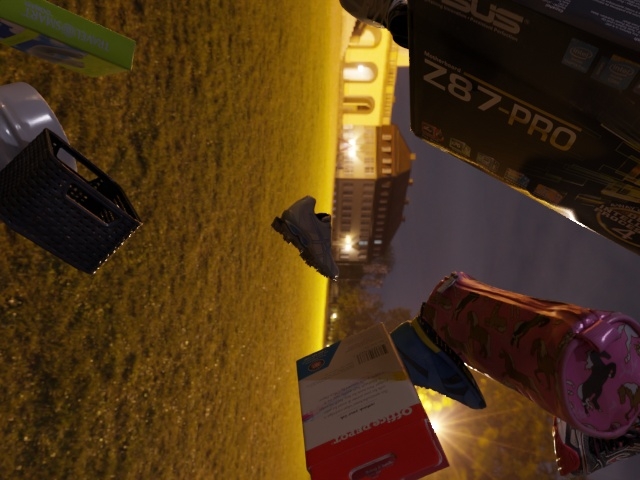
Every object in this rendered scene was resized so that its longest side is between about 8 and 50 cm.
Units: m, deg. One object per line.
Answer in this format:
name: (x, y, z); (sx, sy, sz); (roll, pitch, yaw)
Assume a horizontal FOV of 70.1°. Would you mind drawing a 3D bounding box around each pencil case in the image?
pencil case: (0.309, 0.154, 0.721); (0.159, 0.167, 0.386); (-62, -164, -3)

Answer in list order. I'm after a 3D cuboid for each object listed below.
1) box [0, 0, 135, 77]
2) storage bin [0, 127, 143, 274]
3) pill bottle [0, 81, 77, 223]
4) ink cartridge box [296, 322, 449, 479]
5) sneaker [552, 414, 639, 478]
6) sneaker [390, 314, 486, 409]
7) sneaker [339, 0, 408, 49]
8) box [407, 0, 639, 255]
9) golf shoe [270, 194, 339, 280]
box: (-0.325, -0.244, 0.528); (0.178, 0.109, 0.042); (9, 91, -50)
storage bin: (-0.304, -0.051, 0.550); (0.122, 0.084, 0.180); (47, -7, -39)
pill bottle: (-0.607, -0.097, 0.683); (0.392, 0.224, 0.223); (-34, 139, -37)
ink cartridge box: (0.053, 0.207, 0.526); (0.231, 0.134, 0.077); (-106, 170, -67)
sneaker: (0.499, 0.327, 0.791); (0.112, 0.300, 0.120); (-7, -93, 52)
sneaker: (0.178, 0.204, 0.712); (0.209, 0.082, 0.069); (45, 14, -21)
sneaker: (0.201, -0.642, 1.239); (0.258, 0.448, 0.169); (-35, 145, -48)
box: (0.285, -0.141, 0.503); (0.097, 0.395, 0.318); (-52, 161, -8)
golf shoe: (0.000, 0.000, 0.744); (0.086, 0.069, 0.176); (-49, 137, -12)
